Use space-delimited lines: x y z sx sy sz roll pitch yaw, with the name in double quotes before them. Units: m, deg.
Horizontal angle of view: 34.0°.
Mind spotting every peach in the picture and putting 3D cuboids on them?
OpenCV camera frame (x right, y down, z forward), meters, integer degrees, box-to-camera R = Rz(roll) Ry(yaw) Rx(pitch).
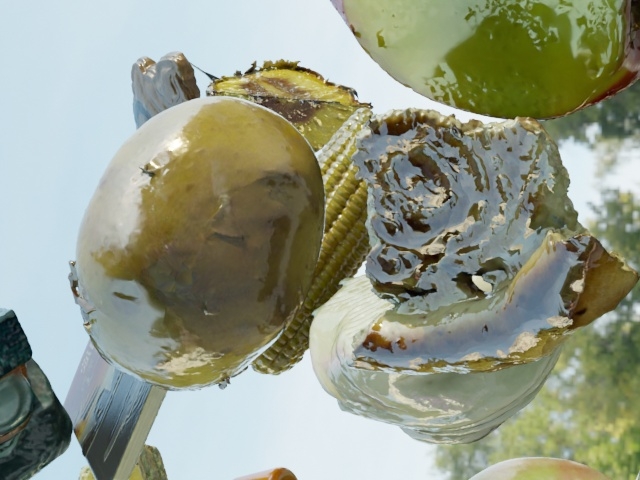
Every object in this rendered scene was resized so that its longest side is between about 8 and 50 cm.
"peach" 0.132 -0.176 0.786 0.159 0.267 0.154 -43 -53 -46

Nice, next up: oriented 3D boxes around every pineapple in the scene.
"pineapple" -0.089 -0.249 1.985 0.161 0.335 0.158 104 156 -44

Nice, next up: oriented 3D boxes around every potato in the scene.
"potato" -0.069 0.003 0.601 0.137 0.137 0.176 9 -82 -61

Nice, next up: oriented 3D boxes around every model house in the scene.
"model house" -0.428 0.189 1.240 0.253 0.184 0.291 -31 -26 -32

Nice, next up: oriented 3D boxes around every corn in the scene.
"corn" 0.000 0.000 1.265 0.344 0.131 0.131 -56 -34 -4

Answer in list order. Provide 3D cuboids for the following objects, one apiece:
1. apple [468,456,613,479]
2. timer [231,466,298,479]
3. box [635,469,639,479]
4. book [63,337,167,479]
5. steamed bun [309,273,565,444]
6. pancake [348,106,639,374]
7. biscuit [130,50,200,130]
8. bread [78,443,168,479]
"apple" 0.306 0.467 1.458 0.319 0.319 0.277 -48 -28 -50
"timer" -0.101 0.299 1.052 0.132 0.152 0.132 -7 -90 -74
"box" 0.310 0.145 0.778 0.396 0.111 0.396 6 -81 -75
"book" -0.243 0.143 1.314 0.028 0.374 0.262 22 -91 -22
"steamed bun" 0.147 0.112 1.097 0.268 0.280 0.207 -39 -76 -22
"pancake" 0.111 0.025 0.734 0.056 0.212 0.257 -45 -35 -39
"biscuit" -0.203 -0.143 1.472 0.041 0.208 0.290 -31 -33 -28
"bread" -0.322 0.454 1.787 0.102 0.138 0.196 21 -139 -63
